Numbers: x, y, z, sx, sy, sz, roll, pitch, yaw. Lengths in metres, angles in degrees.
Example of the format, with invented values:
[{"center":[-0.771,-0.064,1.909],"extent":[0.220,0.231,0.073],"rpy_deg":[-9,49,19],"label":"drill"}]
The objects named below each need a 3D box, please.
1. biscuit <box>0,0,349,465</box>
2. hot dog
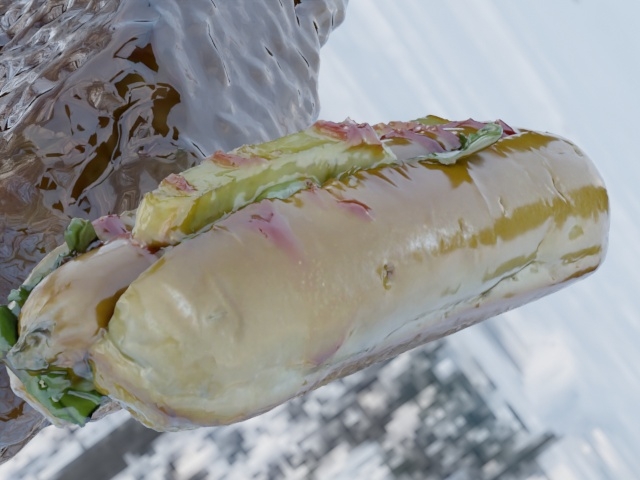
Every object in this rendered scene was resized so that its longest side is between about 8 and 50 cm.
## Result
[{"center":[-0.165,-0.042,1.169],"extent":[0.166,0.342,0.395],"rpy_deg":[52,-155,-24],"label":"biscuit"},{"center":[0.000,0.000,0.601],"extent":[0.104,0.250,0.076],"rpy_deg":[-1,100,43],"label":"hot dog"}]
